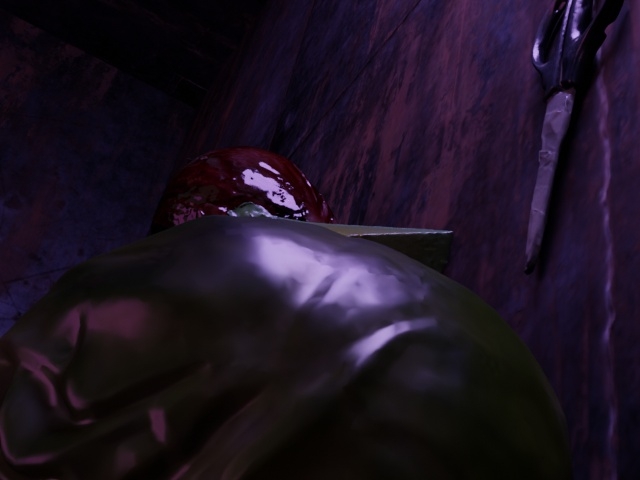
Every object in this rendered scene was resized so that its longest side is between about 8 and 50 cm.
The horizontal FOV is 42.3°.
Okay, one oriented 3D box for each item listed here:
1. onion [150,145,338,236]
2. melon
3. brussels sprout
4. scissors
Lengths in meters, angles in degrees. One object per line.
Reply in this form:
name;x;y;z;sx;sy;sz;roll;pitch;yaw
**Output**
onion;-0.100;0.026;1.008;0.221;0.281;0.281;-12;-36;-53
melon;-0.001;-0.001;0.806;0.262;0.114;0.053;12;98;44
brussels sprout;-0.056;0.152;0.415;0.355;0.289;0.281;-40;-32;-31
scissors;0.191;-0.105;0.657;0.109;0.022;0.299;-40;30;60
